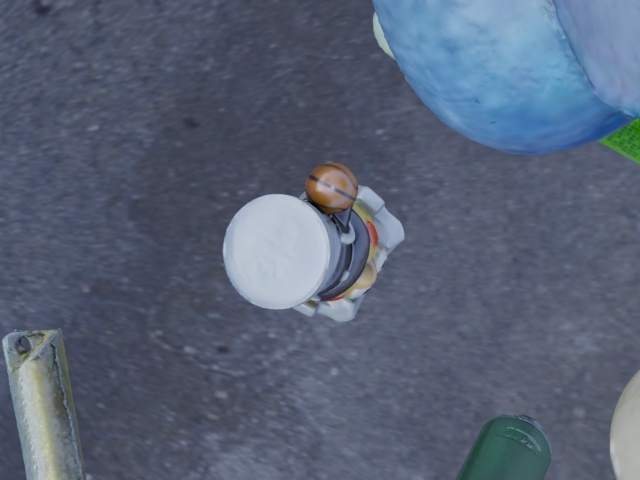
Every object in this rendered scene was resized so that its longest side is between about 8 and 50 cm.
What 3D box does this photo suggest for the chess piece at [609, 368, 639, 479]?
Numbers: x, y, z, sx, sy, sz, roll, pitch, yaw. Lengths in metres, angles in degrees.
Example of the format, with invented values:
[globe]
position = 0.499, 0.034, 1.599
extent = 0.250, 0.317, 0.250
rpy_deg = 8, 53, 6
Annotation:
[chess piece]
position = 0.260, 0.077, 0.935
extent = 0.167, 0.299, 0.167
rpy_deg = 8, 66, -18

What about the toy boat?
[toy boat]
position = 0.080, -0.201, 0.735
extent = 0.215, 0.123, 0.330
rpy_deg = -4, 92, -53

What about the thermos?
[thermos]
position = 0.157, 0.212, 1.487
extent = 0.187, 0.073, 0.083
rpy_deg = -48, 126, -60

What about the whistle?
[whistle]
position = -0.276, 0.245, 1.784
extent = 0.068, 0.057, 0.326
rpy_deg = -3, 69, -27

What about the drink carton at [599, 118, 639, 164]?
[drink carton]
position = 0.288, -0.166, 1.545
extent = 0.271, 0.108, 0.161
rpy_deg = 29, 53, 4

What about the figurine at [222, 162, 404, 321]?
[figurine]
position = 0.000, 0.000, 1.832
extent = 0.133, 0.236, 0.176
rpy_deg = 37, 100, 17
